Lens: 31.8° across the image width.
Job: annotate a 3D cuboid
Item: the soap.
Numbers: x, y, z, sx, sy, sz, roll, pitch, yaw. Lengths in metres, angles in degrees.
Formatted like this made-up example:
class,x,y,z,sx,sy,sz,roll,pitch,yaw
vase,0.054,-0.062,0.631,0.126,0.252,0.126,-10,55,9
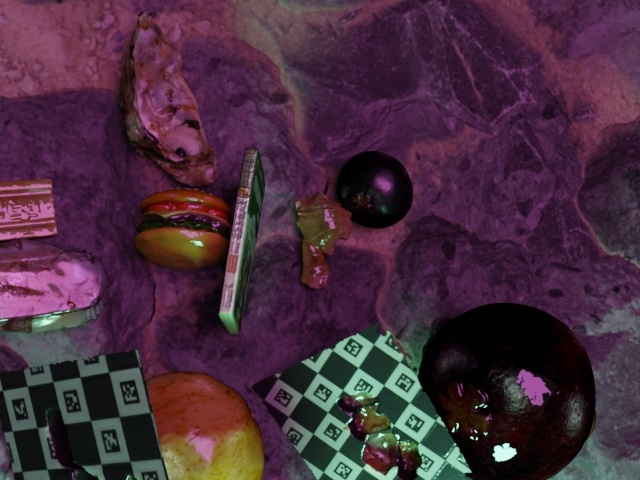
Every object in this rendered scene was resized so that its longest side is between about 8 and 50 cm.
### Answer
class,x,y,z,sx,sy,sz,roll,pitch,yaw
soap,-0.534,-0.037,1.711,0.252,0.037,0.092,-7,82,-23

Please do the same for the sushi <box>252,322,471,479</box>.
class,x,y,z,sx,sy,sz,roll,pitch,yaw
sushi,0.074,0.292,1.828,0.290,0.264,0.050,57,24,-6

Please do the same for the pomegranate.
class,x,y,z,sx,sy,sz,roll,pitch,yaw
pomegranate,-0.201,0.316,1.682,0.248,0.248,0.248,4,79,-21

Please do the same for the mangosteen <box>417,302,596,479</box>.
class,x,y,z,sx,sy,sz,roll,pitch,yaw
mangosteen,0.327,0.255,1.884,0.347,0.307,0.306,-2,80,-52

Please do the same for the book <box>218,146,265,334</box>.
class,x,y,z,sx,sy,sz,roll,pitch,yaw
book,-0.124,0.006,1.782,0.027,0.202,0.264,8,76,2

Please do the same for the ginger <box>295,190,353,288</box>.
class,x,y,z,sx,sy,sz,roll,pitch,yaw
ginger,0.009,-0.001,1.904,0.096,0.067,0.165,-4,91,-2

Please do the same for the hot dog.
class,x,y,z,sx,sy,sz,roll,pitch,yaw
hot dog,-0.453,0.070,1.704,0.268,0.075,0.144,-2,76,-19

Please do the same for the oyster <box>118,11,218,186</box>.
class,x,y,z,sx,sy,sz,roll,pitch,yaw
oyster,-0.258,-0.228,1.841,0.166,0.094,0.294,5,68,-40

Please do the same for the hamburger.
class,x,y,z,sx,sy,sz,roll,pitch,yaw
hamburger,-0.217,-0.018,1.773,0.162,0.162,0.115,8,72,-20

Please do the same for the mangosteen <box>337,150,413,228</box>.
class,x,y,z,sx,sy,sz,roll,pitch,yaw
mangosteen,0.101,-0.095,1.938,0.137,0.137,0.151,52,33,-6

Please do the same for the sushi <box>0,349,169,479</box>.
class,x,y,z,sx,sy,sz,roll,pitch,yaw
sushi,-0.306,0.338,1.589,0.064,0.343,0.359,-14,90,-51
